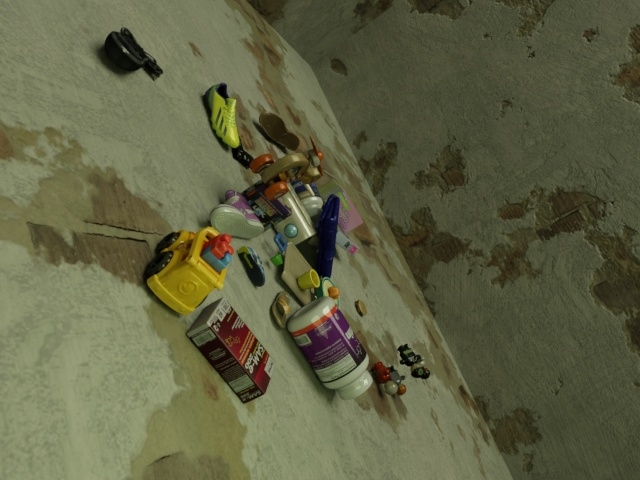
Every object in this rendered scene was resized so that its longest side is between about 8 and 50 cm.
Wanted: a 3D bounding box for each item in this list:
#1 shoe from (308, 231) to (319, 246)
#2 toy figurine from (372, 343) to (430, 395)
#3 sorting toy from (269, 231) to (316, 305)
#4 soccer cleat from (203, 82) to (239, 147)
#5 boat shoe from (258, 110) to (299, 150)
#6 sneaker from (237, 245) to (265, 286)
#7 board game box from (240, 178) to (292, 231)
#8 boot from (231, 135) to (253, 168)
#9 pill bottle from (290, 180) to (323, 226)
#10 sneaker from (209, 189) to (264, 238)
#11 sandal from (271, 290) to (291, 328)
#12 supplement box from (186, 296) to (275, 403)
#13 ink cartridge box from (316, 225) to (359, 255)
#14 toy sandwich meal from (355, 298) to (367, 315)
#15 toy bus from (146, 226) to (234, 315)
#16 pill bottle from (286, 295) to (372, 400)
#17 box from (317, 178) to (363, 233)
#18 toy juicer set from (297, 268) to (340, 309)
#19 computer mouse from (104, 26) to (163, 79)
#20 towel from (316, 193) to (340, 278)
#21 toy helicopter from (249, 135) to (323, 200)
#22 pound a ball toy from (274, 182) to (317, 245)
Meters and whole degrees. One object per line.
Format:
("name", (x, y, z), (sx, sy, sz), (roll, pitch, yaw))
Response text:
("shoe", (0.000, 0.000, 2.210), (0.076, 0.058, 0.219), (44, 10, 18))
("toy figurine", (0.356, 0.565, 2.033), (0.209, 0.213, 0.148), (40, 15, -55))
("sorting toy", (-0.093, 0.130, 1.783), (0.347, 0.047, 0.196), (54, 24, -30))
("soccer cleat", (-0.375, -0.500, 1.878), (0.093, 0.121, 0.289), (18, 46, -63))
("boat shoe", (-0.223, -0.551, 2.392), (0.098, 0.109, 0.302), (25, -4, 36))
("sneaker", (-0.213, 0.082, 1.547), (0.144, 0.053, 0.059), (64, 17, 10))
("board game box", (-0.209, -0.123, 1.719), (0.170, 0.141, 0.048), (45, 24, -35))
("boot", (-0.315, -0.359, 1.941), (0.099, 0.045, 0.121), (33, 40, -49))
("pill bottle", (-0.079, -0.194, 2.129), (0.153, 0.153, 0.264), (21, 42, -61))
("sneaker", (-0.298, -0.100, 1.548), (0.161, 0.102, 0.282), (62, 8, 16))
("sandal", (-0.121, 0.220, 1.580), (0.072, 0.049, 0.180), (53, 20, -19))
("supplement box", (-0.221, 0.278, 1.213), (0.239, 0.073, 0.130), (56, 19, -15))
("ink cartridge box", (0.050, -0.047, 2.287), (0.186, 0.065, 0.311), (44, 7, 40))
("toy sandwich meal", (0.192, 0.320, 2.257), (0.085, 0.029, 0.085), (50, 25, -34))
("toy bus", (-0.293, 0.039, 1.169), (0.149, 0.211, 0.220), (48, 21, -28))
("pill bottle", (0.039, 0.359, 1.580), (0.323, 0.182, 0.181), (58, 19, -5))
("box", (0.098, -0.183, 2.494), (0.213, 0.117, 0.243), (57, 3, -23))
("toy juicer set", (0.040, 0.240, 1.799), (0.329, 0.090, 0.209), (31, 42, -58))
("computer mouse", (-0.611, -0.588, 1.510), (0.188, 0.072, 0.272), (51, 9, -19))
("towel", (0.028, -0.017, 2.017), (0.227, 0.076, 0.308), (-80, 176, -58))
("toy helicopter", (-0.070, -0.254, 1.680), (0.140, 0.235, 0.355), (61, 19, 8))
("pound a ball toy", (-0.122, -0.151, 1.874), (0.319, 0.208, 0.136), (60, 19, -1))
